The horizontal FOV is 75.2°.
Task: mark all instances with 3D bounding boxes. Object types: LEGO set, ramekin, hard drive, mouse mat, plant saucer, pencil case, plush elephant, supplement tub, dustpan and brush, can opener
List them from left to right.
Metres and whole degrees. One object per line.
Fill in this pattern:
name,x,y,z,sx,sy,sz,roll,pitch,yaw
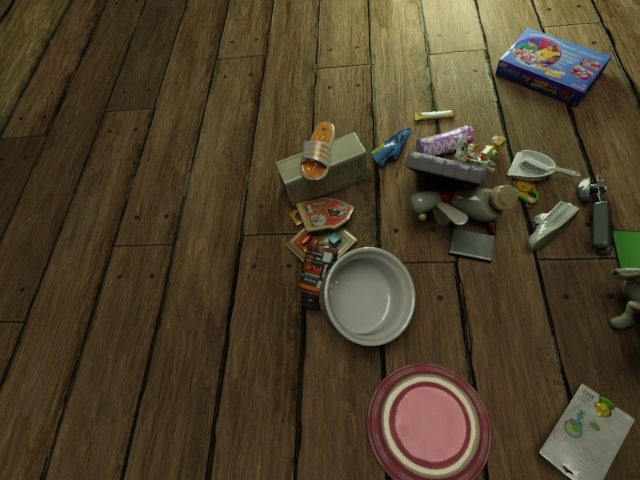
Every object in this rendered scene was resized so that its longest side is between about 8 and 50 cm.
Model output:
supplement tub,-0.010,0.112,1.328,0.105,0.106,0.198,11,89,14
ramekin,0.128,0.166,1.234,0.276,0.135,0.278,3,80,-15
plant saucer,0.289,0.493,1.114,0.331,0.084,0.333,-3,62,6
pencil case,0.460,-0.368,1.554,0.205,0.088,0.087,-17,63,-2
hard drive,0.499,0.016,1.377,0.135,0.022,0.094,11,64,14
LEGO set,0.584,-0.295,1.453,0.286,0.132,0.107,-10,24,-37
dustpan and brush,0.785,-0.251,1.452,0.211,0.060,0.147,27,59,17
can opener,0.895,-0.088,1.362,0.095,0.076,0.284,-7,56,42
mouse mat,1.024,0.037,1.298,0.189,0.007,0.153,4,62,9
plush elephant,0.911,0.188,1.112,0.271,0.255,0.331,18,99,-24

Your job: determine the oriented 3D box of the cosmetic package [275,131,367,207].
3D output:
cosmetic package,0.008,-0.254,1.518,0.309,0.160,0.113,-22,60,-5

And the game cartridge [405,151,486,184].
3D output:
game cartridge,0.413,-0.228,1.355,0.229,0.355,0.068,12,99,17

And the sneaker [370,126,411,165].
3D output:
sneaker,0.283,-0.358,1.597,0.209,0.069,0.082,-38,96,-22

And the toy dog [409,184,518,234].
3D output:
toy dog,0.465,-0.090,1.366,0.332,0.220,0.161,-3,93,15

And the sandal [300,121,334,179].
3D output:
sandal,-0.014,-0.326,1.427,0.101,0.076,0.266,5,61,12

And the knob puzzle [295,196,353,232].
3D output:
knob puzzle,0.024,-0.106,1.474,0.212,0.030,0.213,-2,39,1

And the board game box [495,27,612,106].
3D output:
board game box,0.928,-0.703,1.672,0.347,0.078,0.233,35,72,23

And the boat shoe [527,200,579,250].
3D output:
boat shoe,0.739,-0.052,1.355,0.227,0.079,0.081,-34,53,-16

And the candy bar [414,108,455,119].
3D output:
candy bar,0.460,-0.504,1.668,0.161,0.018,0.040,-3,62,8

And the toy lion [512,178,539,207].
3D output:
toy lion,0.713,-0.172,1.446,0.100,0.034,0.096,38,65,24

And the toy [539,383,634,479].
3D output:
toy,0.677,0.505,1.067,0.136,0.056,0.237,37,67,28

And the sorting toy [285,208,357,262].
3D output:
sorting toy,0.000,0.000,1.445,0.196,0.047,0.347,-42,64,-14
